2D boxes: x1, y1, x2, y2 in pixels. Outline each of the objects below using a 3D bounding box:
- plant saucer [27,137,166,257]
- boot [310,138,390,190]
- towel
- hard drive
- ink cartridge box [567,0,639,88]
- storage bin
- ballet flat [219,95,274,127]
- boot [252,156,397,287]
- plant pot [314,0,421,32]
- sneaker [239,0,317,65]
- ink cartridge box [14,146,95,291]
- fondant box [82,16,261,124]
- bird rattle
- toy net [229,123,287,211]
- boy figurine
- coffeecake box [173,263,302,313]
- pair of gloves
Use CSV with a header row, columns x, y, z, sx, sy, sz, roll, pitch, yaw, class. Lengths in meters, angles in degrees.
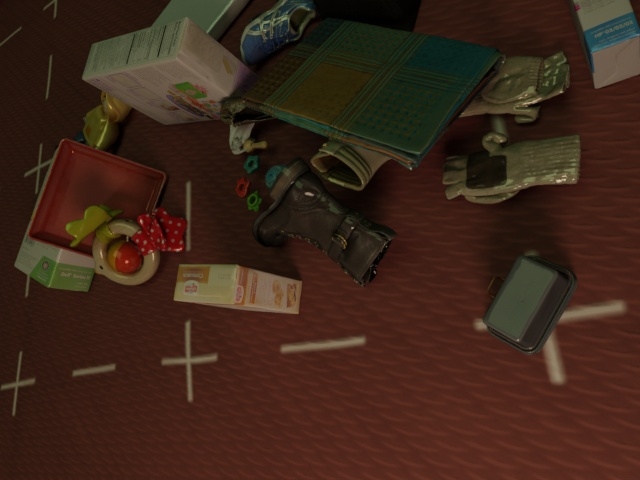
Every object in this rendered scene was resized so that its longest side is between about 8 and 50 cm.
x,y,z,sx,sy,sz,roll,pitch,yaw,class
-0.549,-0.088,1.182,0.048,0.259,0.258,-168,96,-79,plant saucer
0.031,-0.187,0.822,0.213,0.077,0.165,36,60,15,boot
0.077,-0.267,0.794,0.370,0.040,0.271,27,66,33,towel
-0.315,-0.604,1.243,0.353,0.047,0.233,-44,58,17,hard drive
0.395,-0.325,0.672,0.062,0.104,0.181,-16,70,29,ink cartridge box
0.277,0.080,0.654,0.098,0.091,0.135,31,94,35,storage bin
-0.097,-0.281,0.974,0.250,0.084,0.058,-9,46,18,ballet flat
0.000,0.000,0.837,0.229,0.091,0.263,42,147,8,boot
0.079,-0.510,0.889,0.188,0.167,0.188,13,86,35,plant pot
-0.096,-0.465,1.044,0.211,0.080,0.081,-40,56,20,sneaker
-0.679,-0.061,1.295,0.207,0.119,0.353,18,88,34,ink cartridge box
-0.333,-0.365,1.076,0.331,0.238,0.096,6,79,34,fondant box
-0.448,0.008,1.122,0.254,0.143,0.206,11,113,-4,bird rattle
-0.145,-0.168,1.024,0.122,0.045,0.232,-45,57,18,toy net
-0.640,-0.314,1.355,0.285,0.092,0.177,-38,58,23,boy figurine
-0.146,0.091,0.868,0.143,0.185,0.068,-1,77,33,coffeecake box
0.289,-0.173,0.741,0.204,0.042,0.240,-11,67,36,pair of gloves
